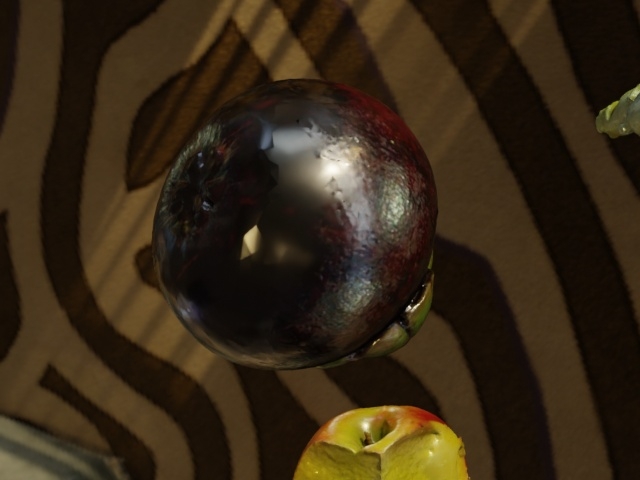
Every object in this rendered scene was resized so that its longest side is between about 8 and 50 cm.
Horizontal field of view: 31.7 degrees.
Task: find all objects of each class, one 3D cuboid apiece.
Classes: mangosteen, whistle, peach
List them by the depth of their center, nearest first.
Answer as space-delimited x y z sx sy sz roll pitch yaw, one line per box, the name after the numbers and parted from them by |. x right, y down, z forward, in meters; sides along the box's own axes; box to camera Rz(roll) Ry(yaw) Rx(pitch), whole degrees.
-0.008 -0.010 1.112 0.300 0.300 0.300 9 108 31 | mangosteen
0.335 -0.132 1.124 0.057 0.198 0.104 43 78 -2 | whistle
0.115 0.474 2.025 0.242 0.306 0.380 6 110 43 | peach
